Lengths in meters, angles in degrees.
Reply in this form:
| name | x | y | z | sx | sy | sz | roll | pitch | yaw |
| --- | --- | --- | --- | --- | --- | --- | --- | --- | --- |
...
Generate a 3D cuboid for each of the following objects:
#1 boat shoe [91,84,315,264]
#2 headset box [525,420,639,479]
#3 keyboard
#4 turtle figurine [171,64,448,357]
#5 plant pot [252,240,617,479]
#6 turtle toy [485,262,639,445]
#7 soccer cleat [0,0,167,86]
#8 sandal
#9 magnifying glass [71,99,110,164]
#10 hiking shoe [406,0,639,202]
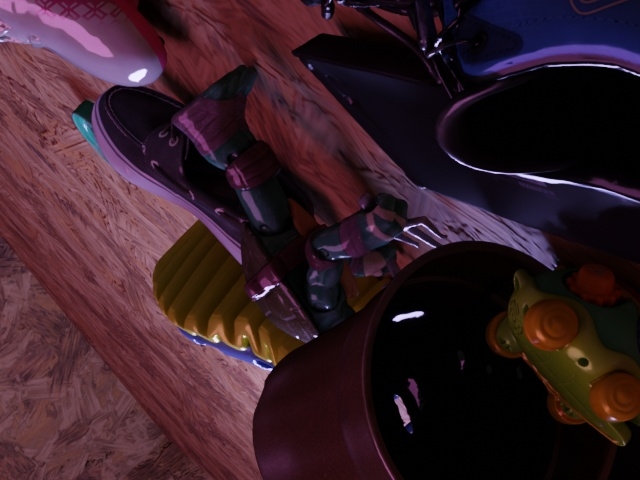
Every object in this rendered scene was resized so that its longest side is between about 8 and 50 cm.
| name | x | y | z | sx | sy | sz | roll | pitch | yaw |
| --- | --- | --- | --- | --- | --- | --- | --- | --- | --- |
| boat shoe | -0.086 | -0.058 | 1.300 | 0.228 | 0.080 | 0.076 | 43 | 150 | 27 |
| headset box | 0.215 | 0.221 | 1.084 | 0.218 | 0.110 | 0.293 | 29 | 159 | 53 |
| keyboard | 0.075 | -0.068 | 0.825 | 0.201 | 0.033 | 0.317 | 46 | 169 | -28 |
| turtle figurine | 0.000 | 0.000 | 1.114 | 0.234 | 0.118 | 0.175 | 53 | 168 | -3 |
| plant pot | 0.054 | 0.100 | 1.000 | 0.167 | 0.167 | 0.165 | 48 | 148 | -10 |
| turtle toy | 0.147 | 0.060 | 0.900 | 0.130 | 0.066 | 0.095 | 47 | 167 | -3 |
| soccer cleat | -0.252 | -0.188 | 1.263 | 0.331 | 0.143 | 0.116 | 41 | 167 | 24 |
| sandal | -0.019 | 0.071 | 1.378 | 0.317 | 0.126 | 0.138 | 34 | 167 | 50 |
| magnifying glass | -0.174 | -0.083 | 1.621 | 0.092 | 0.026 | 0.231 | 52 | 166 | -23 |
| hiking shoe | 0.064 | -0.092 | 0.538 | 0.304 | 0.132 | 0.113 | 37 | 165 | 37 |
